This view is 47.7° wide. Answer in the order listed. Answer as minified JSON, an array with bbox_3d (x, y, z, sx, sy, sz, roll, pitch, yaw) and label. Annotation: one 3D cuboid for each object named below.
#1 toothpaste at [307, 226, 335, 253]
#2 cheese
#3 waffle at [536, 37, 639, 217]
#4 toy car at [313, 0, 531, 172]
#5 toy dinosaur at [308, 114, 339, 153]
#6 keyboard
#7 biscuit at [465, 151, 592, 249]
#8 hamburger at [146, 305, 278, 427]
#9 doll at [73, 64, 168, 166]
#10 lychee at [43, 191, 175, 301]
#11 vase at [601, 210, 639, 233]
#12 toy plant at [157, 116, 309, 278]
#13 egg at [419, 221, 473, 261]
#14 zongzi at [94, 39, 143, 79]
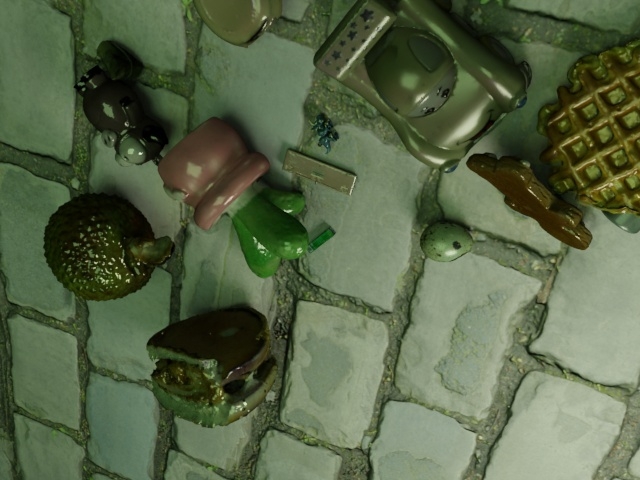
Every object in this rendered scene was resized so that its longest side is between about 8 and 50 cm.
[{"bbox_3d":[0.000,0.000,1.660,0.083,0.017,0.020,-38,96,33],"label":"toothpaste"},{"bbox_3d":[-0.200,-0.508,1.383,0.163,0.082,0.286,-33,101,35],"label":"cheese"},{"bbox_3d":[0.538,-0.193,1.262,0.324,0.068,0.302,19,111,25],"label":"waffle"},{"bbox_3d":[0.183,-0.296,1.299,0.336,0.226,0.242,43,124,-3],"label":"toy car"},{"bbox_3d":[0.006,-0.225,1.527,0.047,0.030,0.083,-21,106,31],"label":"toy dinosaur"},{"bbox_3d":[-0.003,-0.149,1.582,0.165,0.017,0.055,22,118,10],"label":"keyboard"},{"bbox_3d":[0.409,-0.076,1.364,0.301,0.197,0.049,36,89,-25],"label":"biscuit"},{"bbox_3d":[-0.247,0.293,1.767,0.318,0.277,0.195,9,117,40],"label":"hamburger"},{"bbox_3d":[-0.444,-0.269,1.632,0.257,0.117,0.182,57,149,-12],"label":"doll"},{"bbox_3d":[-0.523,0.019,1.746,0.320,0.270,0.270,40,132,40],"label":"lychee"},{"bbox_3d":[0.611,-0.116,1.314,0.086,0.086,0.214,34,120,2],"label":"vase"},{"bbox_3d":[-0.183,-0.085,1.593,0.356,0.211,0.317,41,157,-8],"label":"toy plant"},{"bbox_3d":[0.263,0.004,1.514,0.110,0.085,0.085,3,119,5],"label":"egg"},{"bbox_3d":[-0.459,-0.392,1.574,0.109,0.119,0.055,38,116,2],"label":"zongzi"}]
